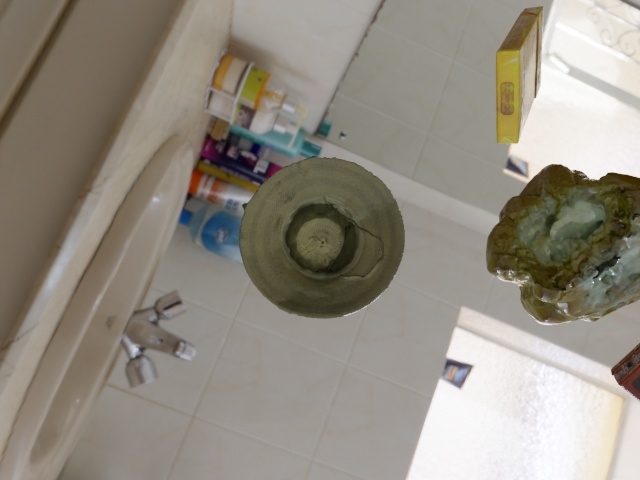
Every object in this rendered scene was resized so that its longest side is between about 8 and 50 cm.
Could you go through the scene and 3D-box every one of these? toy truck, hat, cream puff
[{"bbox_3d":[0.719,0.325,1.137,0.107,0.253,0.114,-54,168,19],"label":"toy truck"},{"bbox_3d":[0.000,0.000,0.902,0.110,0.252,0.252,93,19,-82],"label":"hat"},{"bbox_3d":[0.498,0.002,1.096,0.323,0.274,0.269,-42,-146,16],"label":"cream puff"}]

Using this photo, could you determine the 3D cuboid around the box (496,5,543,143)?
[{"bbox_3d":[0.341,-0.288,0.971,0.269,0.043,0.152,-52,141,-48],"label":"box"}]
